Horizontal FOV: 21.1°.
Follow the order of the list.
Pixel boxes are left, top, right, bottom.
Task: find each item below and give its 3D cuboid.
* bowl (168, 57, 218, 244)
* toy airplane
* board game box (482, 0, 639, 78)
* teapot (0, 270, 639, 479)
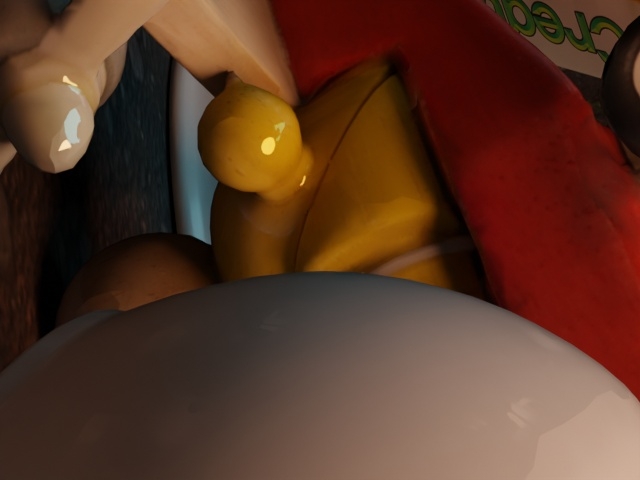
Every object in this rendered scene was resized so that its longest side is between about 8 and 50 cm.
[{"bbox_3d":[0.000,0.000,1.102,0.298,0.134,0.298,-7,90,-84],"label":"bowl"},{"bbox_3d":[-0.014,-0.043,0.696,0.386,0.272,0.384,45,2,-10],"label":"toy airplane"},{"bbox_3d":[0.069,-0.181,0.780,0.305,0.053,0.193,27,-35,54],"label":"board game box"},{"bbox_3d":[-0.042,0.107,0.431,0.252,0.187,0.256,-56,165,-39],"label":"teapot"}]
